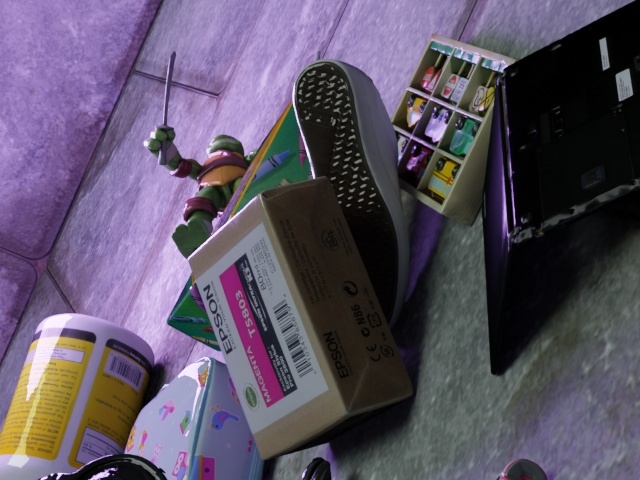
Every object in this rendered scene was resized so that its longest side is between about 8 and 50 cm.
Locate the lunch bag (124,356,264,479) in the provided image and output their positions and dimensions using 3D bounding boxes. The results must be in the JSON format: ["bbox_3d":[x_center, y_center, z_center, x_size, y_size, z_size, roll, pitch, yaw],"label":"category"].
[{"bbox_3d":[-0.157,0.281,1.856,0.279,0.108,0.224,-44,32,52],"label":"lunch bag"}]

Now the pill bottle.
[{"bbox_3d":[-0.375,0.292,2.331,0.188,0.188,0.334,-36,34,58],"label":"pill bottle"}]

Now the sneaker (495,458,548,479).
[{"bbox_3d":[0.135,0.225,1.206,0.119,0.047,0.057,-65,10,-20],"label":"sneaker"}]

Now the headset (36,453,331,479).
[{"bbox_3d":[-0.147,0.302,1.639,0.394,0.243,0.185,-8,47,49],"label":"headset"}]

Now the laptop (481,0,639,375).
[{"bbox_3d":[0.221,-0.051,1.348,0.264,0.136,0.234,-26,37,24],"label":"laptop"}]

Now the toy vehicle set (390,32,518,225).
[{"bbox_3d":[0.135,-0.122,1.643,0.166,0.035,0.267,-65,18,5],"label":"toy vehicle set"}]

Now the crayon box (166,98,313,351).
[{"bbox_3d":[-0.071,-0.021,1.868,0.278,0.081,0.165,-63,7,-27],"label":"crayon box"}]

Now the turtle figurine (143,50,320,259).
[{"bbox_3d":[-0.133,-0.115,2.141,0.274,0.198,0.266,-59,23,33],"label":"turtle figurine"}]

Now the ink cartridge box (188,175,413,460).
[{"bbox_3d":[-0.025,0.082,1.573,0.193,0.088,0.234,-39,70,55],"label":"ink cartridge box"}]

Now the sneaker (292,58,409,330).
[{"bbox_3d":[0.051,-0.043,1.639,0.106,0.123,0.290,-7,89,25],"label":"sneaker"}]
